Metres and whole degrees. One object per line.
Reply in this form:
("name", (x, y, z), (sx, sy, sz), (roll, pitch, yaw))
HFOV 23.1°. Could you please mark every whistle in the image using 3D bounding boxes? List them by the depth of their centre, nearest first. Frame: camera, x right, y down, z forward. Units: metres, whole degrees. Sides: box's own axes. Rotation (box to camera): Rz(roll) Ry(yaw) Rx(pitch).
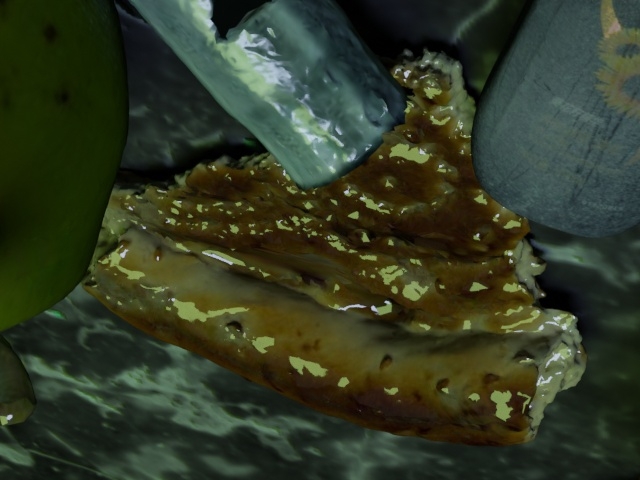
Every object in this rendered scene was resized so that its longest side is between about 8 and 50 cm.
("whistle", (-0.083, -0.147, 0.553), (0.062, 0.062, 0.312), (-21, 118, 45))

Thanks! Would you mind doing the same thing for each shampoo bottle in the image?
("shampoo bottle", (0.121, -0.085, 0.535), (0.087, 0.049, 0.234), (20, 144, -3))

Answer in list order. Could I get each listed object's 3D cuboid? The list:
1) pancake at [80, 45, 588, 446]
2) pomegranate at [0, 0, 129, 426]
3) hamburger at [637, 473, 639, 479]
("pancake", (0.000, 0.000, 0.709), (0.266, 0.057, 0.244), (22, 143, 8))
("pomegranate", (-0.188, -0.042, 0.573), (0.341, 0.260, 0.260), (46, 167, 48))
("hamburger", (0.230, 0.152, 0.590), (0.243, 0.286, 0.146), (-35, 150, 23))
